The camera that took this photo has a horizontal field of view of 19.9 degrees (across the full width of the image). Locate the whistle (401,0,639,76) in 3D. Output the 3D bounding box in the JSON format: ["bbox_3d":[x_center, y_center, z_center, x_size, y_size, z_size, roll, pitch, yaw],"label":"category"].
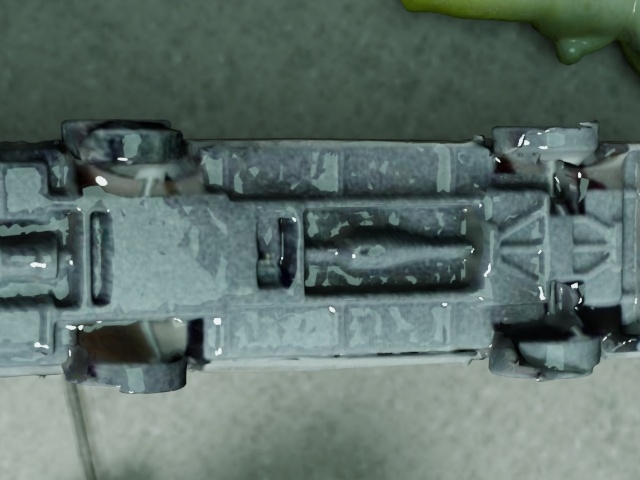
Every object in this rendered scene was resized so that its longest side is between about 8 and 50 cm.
[{"bbox_3d":[0.131,-0.108,0.767,0.198,0.057,0.104,4,92,-12],"label":"whistle"}]

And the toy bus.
[{"bbox_3d":[0.000,0.000,0.711,0.343,0.138,0.097,-1,95,-11],"label":"toy bus"}]
